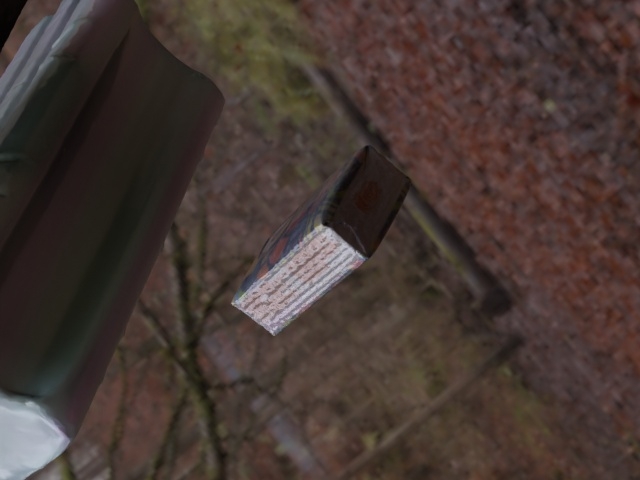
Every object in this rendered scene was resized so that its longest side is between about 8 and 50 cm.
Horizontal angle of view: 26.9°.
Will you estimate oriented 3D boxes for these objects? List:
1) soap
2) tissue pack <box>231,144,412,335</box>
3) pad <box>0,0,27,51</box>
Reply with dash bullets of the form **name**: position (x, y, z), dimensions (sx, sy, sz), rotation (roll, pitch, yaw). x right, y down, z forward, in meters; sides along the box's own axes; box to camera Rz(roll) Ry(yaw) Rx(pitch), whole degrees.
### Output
- **soap**: position (-0.178, -0.011, 0.807), dimensions (0.115, 0.208, 0.347), rotation (40, -138, -21)
- **tissue pack**: position (0.000, 0.000, 0.623), dimensions (0.035, 0.063, 0.083), rotation (40, 134, -7)
- **pad**: position (-0.204, -0.144, 0.650), dimensions (0.004, 0.330, 0.220), rotation (23, 172, 22)
